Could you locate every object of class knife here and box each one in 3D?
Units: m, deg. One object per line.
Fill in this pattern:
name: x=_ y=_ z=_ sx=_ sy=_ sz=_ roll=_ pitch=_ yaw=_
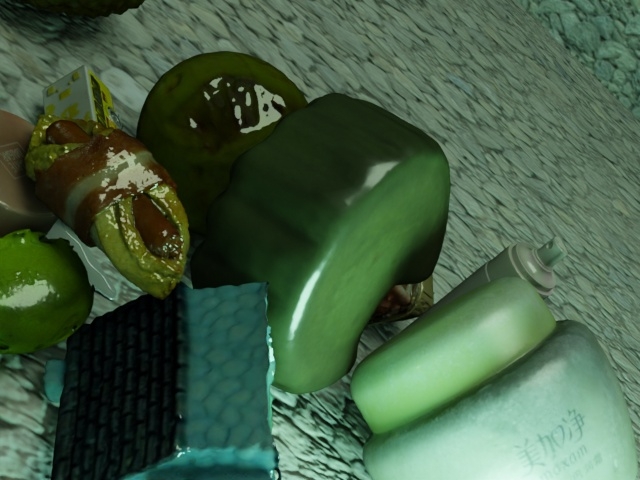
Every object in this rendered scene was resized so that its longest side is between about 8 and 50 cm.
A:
knife: x=-0.314 y=-0.030 z=1.325 sx=0.244 sy=0.032 sz=0.058 roll=57 pitch=26 yaw=10

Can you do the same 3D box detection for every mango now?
mango: x=-0.312 y=0.057 z=1.142 sx=0.178 sy=0.100 sz=0.119 roll=-11 pitch=58 yaw=-41

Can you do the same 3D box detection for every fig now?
fig: x=-0.136 y=-0.135 z=1.485 sx=0.239 sy=0.239 sz=0.271 roll=22 pitch=13 yaw=-37

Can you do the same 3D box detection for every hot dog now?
hot dog: x=-0.215 y=-0.058 z=1.161 sx=0.261 sy=0.093 sz=0.123 roll=40 pitch=47 yaw=20

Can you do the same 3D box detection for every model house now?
model house: x=-0.155 y=0.204 z=1.125 sx=0.241 sy=0.226 sz=0.261 roll=-1 pitch=39 yaw=-5

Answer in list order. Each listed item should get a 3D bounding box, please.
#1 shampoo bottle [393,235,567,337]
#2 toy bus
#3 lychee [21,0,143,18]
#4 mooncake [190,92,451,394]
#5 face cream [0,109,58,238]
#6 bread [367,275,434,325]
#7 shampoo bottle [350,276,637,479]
shampoo bottle: x=0.222 y=0.095 z=1.578 sx=0.092 sy=0.303 sz=0.092 roll=33 pitch=34 yaw=-25
toy bus: x=-0.282 y=-0.118 z=1.384 sx=0.074 sy=0.081 sz=0.226 roll=53 pitch=14 yaw=-44
lychee: x=-0.326 y=-0.434 z=1.567 sx=0.320 sy=0.270 sz=0.270 roll=-23 pitch=69 yaw=-23
mooncake: x=0.000 y=0.000 z=1.351 sx=0.187 sy=0.351 sz=0.351 roll=36 pitch=24 yaw=25
face cream: x=-0.352 y=-0.054 z=1.219 sx=0.149 sy=0.104 sz=0.149 roll=32 pitch=33 yaw=-24
bread: x=0.090 y=0.006 z=1.637 sx=0.212 sy=0.142 sz=0.224 roll=40 pitch=43 yaw=-52
shampoo bottle: x=0.212 y=0.229 z=1.393 sx=0.317 sy=0.322 sz=0.322 roll=60 pitch=30 yaw=0
